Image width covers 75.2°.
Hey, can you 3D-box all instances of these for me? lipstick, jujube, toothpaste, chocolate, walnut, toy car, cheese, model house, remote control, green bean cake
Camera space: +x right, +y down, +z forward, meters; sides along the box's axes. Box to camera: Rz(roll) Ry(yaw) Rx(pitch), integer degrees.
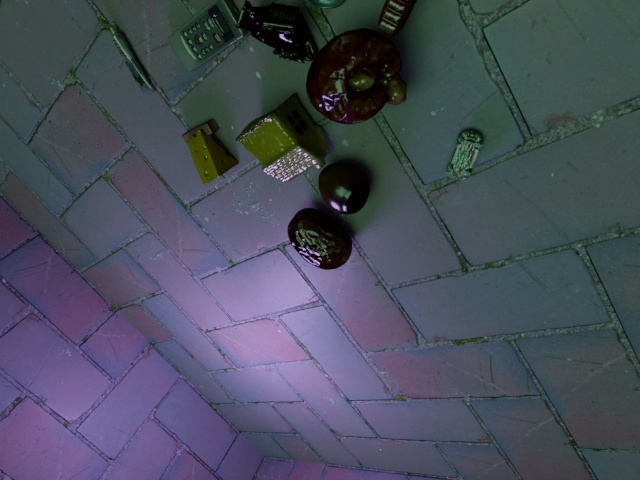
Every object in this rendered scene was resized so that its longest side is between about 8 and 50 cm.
[{"bbox_3d":[-0.434,-0.391,1.498,0.145,0.045,0.045,-11,122,35],"label":"lipstick"},{"bbox_3d":[0.000,0.000,1.480,0.243,0.183,0.183,38,137,-20],"label":"jujube"},{"bbox_3d":[-0.656,-0.621,1.441,0.060,0.038,0.233,0,129,33],"label":"toothpaste"},{"bbox_3d":[0.072,-0.173,1.325,0.176,0.177,0.177,16,133,18],"label":"chocolate"},{"bbox_3d":[0.093,-0.408,1.052,0.244,0.269,0.222,2,114,-20],"label":"walnut"},{"bbox_3d":[0.394,-0.234,1.144,0.069,0.055,0.142,16,123,6],"label":"toy car"},{"bbox_3d":[-0.405,-0.308,1.499,0.093,0.126,0.171,-22,110,40],"label":"cheese"},{"bbox_3d":[-0.126,-0.553,1.102,0.203,0.164,0.141,20,129,17],"label":"model house"},{"bbox_3d":[-0.350,-0.619,1.262,0.285,0.038,0.123,-10,121,36],"label":"remote control"},{"bbox_3d":[0.184,-0.546,0.944,0.056,0.136,0.135,27,135,3],"label":"green bean cake"},{"bbox_3d":[-0.107,-0.295,1.296,0.193,0.175,0.234,-24,109,41],"label":"model house"}]

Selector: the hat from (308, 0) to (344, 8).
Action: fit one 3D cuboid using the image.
[{"bbox_3d":[-0.002,-0.657,0.999,0.138,0.078,0.191,0,126,28],"label":"hat"}]
